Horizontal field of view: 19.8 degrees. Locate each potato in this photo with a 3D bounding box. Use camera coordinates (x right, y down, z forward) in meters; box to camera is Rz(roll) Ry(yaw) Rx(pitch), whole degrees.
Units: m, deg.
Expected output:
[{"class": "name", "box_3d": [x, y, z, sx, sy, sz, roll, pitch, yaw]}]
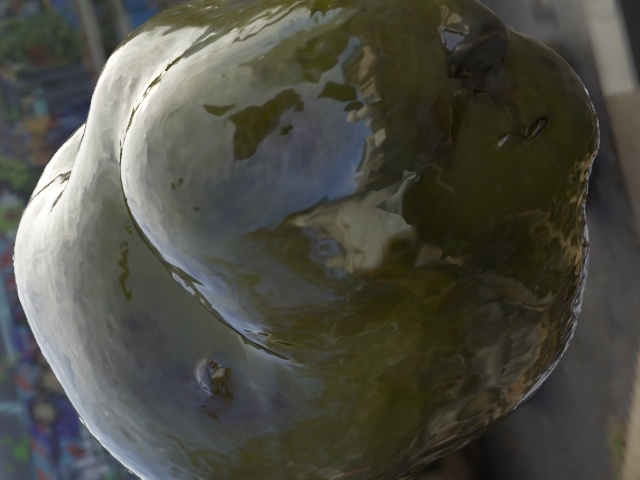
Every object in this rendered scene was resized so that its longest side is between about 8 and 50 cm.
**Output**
[{"class": "potato", "box_3d": [-0.003, 0.002, 0.726, 0.202, 0.218, 0.351, -65, 7, -26]}]
